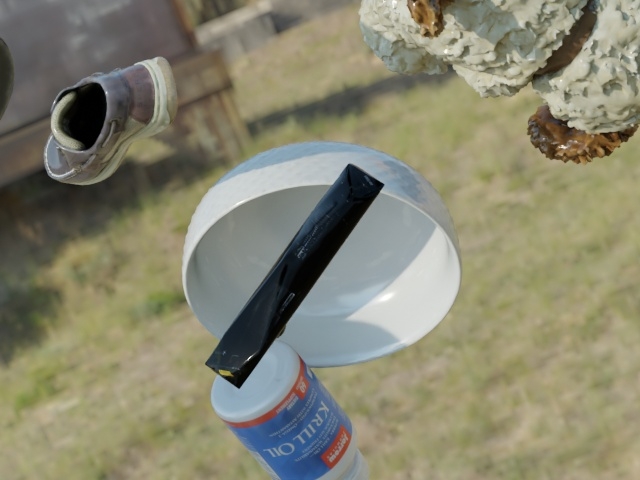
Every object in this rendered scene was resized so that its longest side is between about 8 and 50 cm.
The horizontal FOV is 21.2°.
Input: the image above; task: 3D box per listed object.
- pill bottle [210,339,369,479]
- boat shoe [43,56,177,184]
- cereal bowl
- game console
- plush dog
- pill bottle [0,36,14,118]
[{"bbox_3d":[-0.030,0.235,2.122,0.124,0.221,0.124,-23,37,19],"label":"pill bottle"},{"bbox_3d":[-0.254,-0.131,1.890,0.092,0.103,0.285,-3,-11,-32],"label":"boat shoe"},{"bbox_3d":[0.000,0.000,2.071,0.339,0.339,0.141,-19,45,16],"label":"cereal bowl"},{"bbox_3d":[-0.026,0.039,1.576,0.213,0.044,0.361,-54,0,-5],"label":"game console"},{"bbox_3d":[0.165,-0.168,1.194,0.211,0.225,0.262,-83,19,-56],"label":"plush dog"},{"bbox_3d":[-0.292,-0.136,1.052,0.219,0.123,0.123,35,47,29],"label":"pill bottle"}]
